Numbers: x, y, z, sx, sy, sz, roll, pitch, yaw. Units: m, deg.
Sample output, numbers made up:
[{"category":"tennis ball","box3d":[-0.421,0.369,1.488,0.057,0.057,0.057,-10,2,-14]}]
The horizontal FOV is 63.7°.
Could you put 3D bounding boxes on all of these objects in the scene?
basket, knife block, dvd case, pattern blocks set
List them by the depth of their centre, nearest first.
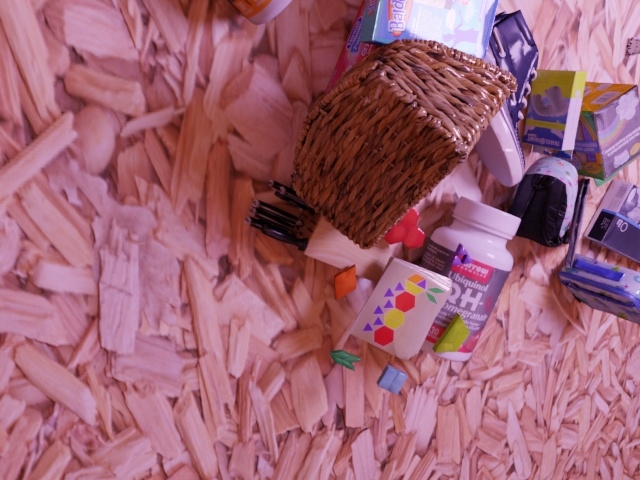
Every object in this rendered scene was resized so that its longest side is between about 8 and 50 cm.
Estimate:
[{"category":"basket","box3d":[0.107,-0.171,0.804,0.213,0.299,0.223,40,54,0]},{"category":"knife block","box3d":[0.000,0.000,0.975,0.242,0.088,0.275,-23,117,-14]},{"category":"pattern blocks set","box3d":[0.155,0.127,0.983,0.286,0.026,0.324,37,97,-12]},{"category":"dvd case","box3d":[0.597,-0.046,1.191,0.221,0.018,0.164,-29,126,-56]}]

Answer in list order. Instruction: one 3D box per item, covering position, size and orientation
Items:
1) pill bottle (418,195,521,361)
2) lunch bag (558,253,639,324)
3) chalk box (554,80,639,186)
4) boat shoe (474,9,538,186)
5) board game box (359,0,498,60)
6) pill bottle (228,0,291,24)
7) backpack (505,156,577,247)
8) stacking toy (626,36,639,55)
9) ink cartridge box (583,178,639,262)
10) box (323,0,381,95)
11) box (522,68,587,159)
[{"category":"pill bottle","box3d":[0.292,0.077,1.083,0.177,0.176,0.318,16,101,-28]},{"category":"lunch bag","box3d":[0.711,0.118,1.263,0.176,0.219,0.090,38,84,-31]},{"category":"chalk box","box3d":[0.615,-0.225,1.146,0.133,0.132,0.212,-32,119,-12]},{"category":"boat shoe","box3d":[0.371,-0.279,1.015,0.158,0.127,0.340,-33,118,-2]},{"category":"board game box","box3d":[0.175,-0.368,0.794,0.211,0.047,0.159,4,107,-25]},{"category":"pill bottle","box3d":[-0.140,-0.451,0.704,0.279,0.162,0.162,36,92,-30]},{"category":"backpack","box3d":[0.480,-0.088,1.117,0.115,0.152,0.181,-51,148,-40]},{"category":"stacking toy","box3d":[0.787,-0.523,1.156,0.167,0.052,0.221,-10,115,-23]},{"category":"ink cartridge box","box3d":[0.853,-0.028,1.365,0.333,0.065,0.165,18,100,-29]},{"category":"box","box3d":[0.121,-0.328,0.885,0.123,0.128,0.256,19,100,-27]},{"category":"box","box3d":[0.489,-0.266,1.085,0.043,0.109,0.178,-9,112,-26]}]
